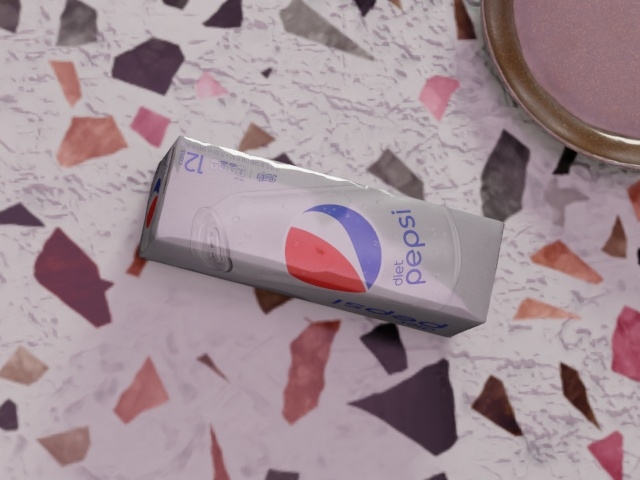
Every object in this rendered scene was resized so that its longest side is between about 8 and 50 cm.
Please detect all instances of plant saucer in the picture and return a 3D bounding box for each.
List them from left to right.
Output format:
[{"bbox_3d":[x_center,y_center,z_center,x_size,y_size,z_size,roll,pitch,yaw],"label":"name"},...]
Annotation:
[{"bbox_3d":[0.296,-0.214,1.628,0.310,0.050,0.311,0,86,3],"label":"plant saucer"}]

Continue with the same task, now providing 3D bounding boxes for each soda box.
[{"bbox_3d":[0.000,0.000,1.523,0.286,0.098,0.091,15,76,-12],"label":"soda box"}]
